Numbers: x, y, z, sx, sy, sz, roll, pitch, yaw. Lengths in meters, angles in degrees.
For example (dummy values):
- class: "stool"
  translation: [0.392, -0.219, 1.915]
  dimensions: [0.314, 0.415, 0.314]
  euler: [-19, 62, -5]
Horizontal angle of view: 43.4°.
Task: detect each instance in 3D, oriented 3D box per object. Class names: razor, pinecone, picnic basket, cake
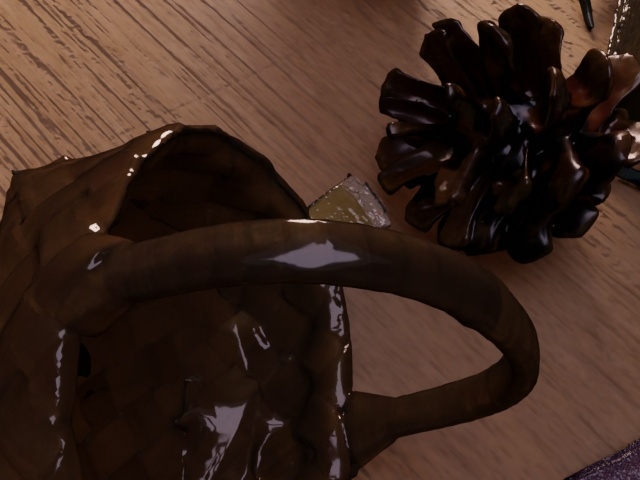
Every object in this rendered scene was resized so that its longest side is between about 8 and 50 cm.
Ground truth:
- class: "razor"
  translation: [0.282, -0.078, 0.769]
  dimensions: [0.154, 0.044, 0.028]
  euler: [37, 94, 13]
- class: "pinecone"
  translation: [0.152, -0.094, 0.671]
  dimensions: [0.201, 0.202, 0.229]
  euler: [30, 59, -21]
- class: "picnic basket"
  translation: [-0.029, 0.076, 0.482]
  dimensions: [0.337, 0.293, 0.337]
  euler: [-18, 55, 27]
- class: "cake"
  translation: [0.000, 0.000, 0.690]
  dimensions: [0.121, 0.052, 0.065]
  euler: [-37, 73, -20]

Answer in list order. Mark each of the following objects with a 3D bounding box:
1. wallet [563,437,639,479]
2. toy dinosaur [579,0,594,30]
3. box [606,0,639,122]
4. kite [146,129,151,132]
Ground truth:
- class: "wallet"
  translation: [0.279, 0.197, 0.608]
  dimensions: [0.165, 0.030, 0.111]
  euler: [-22, 65, -15]
- class: "toy dinosaur"
  translation: [0.368, -0.322, 0.878]
  dimensions: [0.187, 0.087, 0.179]
  euler: [0, 59, -2]
- class: "box"
  translation: [0.389, -0.196, 0.752]
  dimensions: [0.184, 0.143, 0.273]
  euler: [28, 60, -6]
- class: "kite"
  translation: [-0.128, -0.083, 0.756]
  dimensions: [0.078, 0.002, 0.044]
  euler: [5, 60, -3]
